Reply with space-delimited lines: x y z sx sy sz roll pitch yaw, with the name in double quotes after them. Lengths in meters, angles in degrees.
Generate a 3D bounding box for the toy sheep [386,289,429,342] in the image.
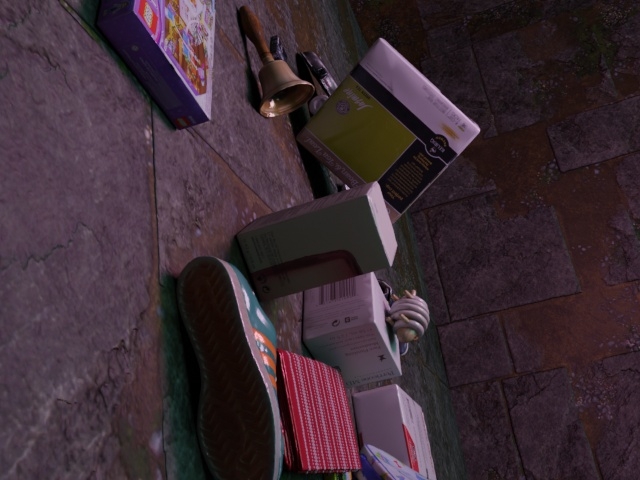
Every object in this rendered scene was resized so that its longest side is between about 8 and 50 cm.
0.180 0.151 1.327 0.091 0.091 0.132 62 38 -42 "toy sheep"

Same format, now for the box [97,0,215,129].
-0.226 -0.335 0.952 0.201 0.057 0.293 58 22 -51 "box"

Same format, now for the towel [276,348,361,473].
-0.006 0.301 1.127 0.275 0.031 0.199 37 37 -60 "towel"

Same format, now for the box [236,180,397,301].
0.000 0.000 1.110 0.148 0.232 0.127 -52 124 -72 "box"

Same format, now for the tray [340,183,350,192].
0.110 -0.111 2.066 0.270 0.030 0.145 -10 84 -76 "tray"

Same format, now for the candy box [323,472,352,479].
0.026 0.384 1.231 0.105 0.027 0.206 52 26 -60 "candy box"

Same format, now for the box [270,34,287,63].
-0.104 -0.464 1.635 0.083 0.018 0.067 -91 160 -44 "box"

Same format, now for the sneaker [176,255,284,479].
-0.094 0.168 0.830 0.121 0.108 0.302 24 51 -67 "sneaker"

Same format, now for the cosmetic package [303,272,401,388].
0.066 0.184 1.338 0.151 0.151 0.184 -90 158 -48 "cosmetic package"

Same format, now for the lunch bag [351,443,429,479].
0.153 0.487 1.248 0.176 0.090 0.219 36 -5 -21 "lunch bag"

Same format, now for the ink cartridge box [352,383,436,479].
0.179 0.474 1.547 0.273 0.114 0.197 50 28 -58 "ink cartridge box"

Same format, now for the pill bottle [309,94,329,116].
0.016 -0.365 1.894 0.120 0.067 0.067 44 34 -63 "pill bottle"

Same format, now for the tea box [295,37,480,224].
0.174 -0.276 1.664 0.329 0.323 0.220 43 16 -1 "tea box"

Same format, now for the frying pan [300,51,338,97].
-0.010 -0.489 1.858 0.197 0.053 0.326 58 5 18 "frying pan"

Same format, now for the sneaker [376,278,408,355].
0.187 0.217 1.872 0.163 0.086 0.226 67 2 -70 "sneaker"

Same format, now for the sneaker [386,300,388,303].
0.102 0.201 1.613 0.295 0.109 0.123 -5 103 -77 "sneaker"

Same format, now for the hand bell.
-0.118 -0.400 1.395 0.242 0.126 0.126 66 12 11 "hand bell"
